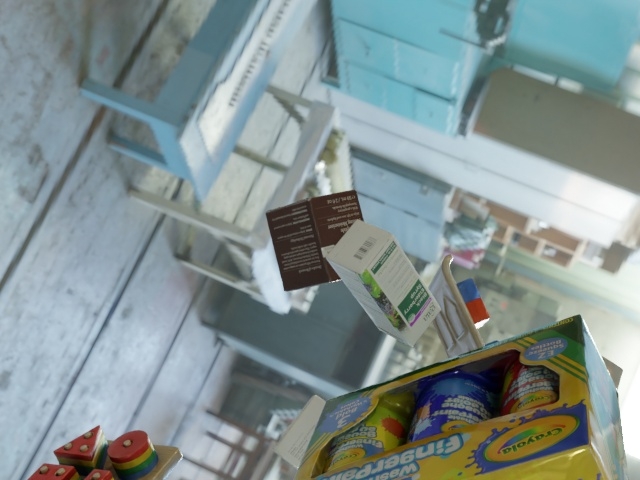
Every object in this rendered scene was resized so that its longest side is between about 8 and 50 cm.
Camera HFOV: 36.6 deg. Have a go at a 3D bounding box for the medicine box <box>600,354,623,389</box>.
[{"bbox_3d":[0.433,0.377,1.873,0.263,0.149,0.289,-48,166,-53],"label":"medicine box"}]

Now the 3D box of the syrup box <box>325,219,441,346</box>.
[{"bbox_3d":[0.115,0.078,1.707,0.093,0.096,0.237,-50,133,-15],"label":"syrup box"}]

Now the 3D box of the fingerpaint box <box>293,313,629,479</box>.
[{"bbox_3d":[0.189,0.310,1.361,0.163,0.445,0.371,63,21,-13],"label":"fingerpaint box"}]

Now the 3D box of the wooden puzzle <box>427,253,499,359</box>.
[{"bbox_3d":[0.325,0.222,2.083,0.322,0.080,0.348,95,-23,-74],"label":"wooden puzzle"}]

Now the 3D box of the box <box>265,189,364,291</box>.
[{"bbox_3d":[0.000,0.000,2.312,0.168,0.167,0.203,-14,89,-44],"label":"box"}]

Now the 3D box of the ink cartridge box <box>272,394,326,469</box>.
[{"bbox_3d":[0.025,0.500,2.299,0.168,0.233,0.171,-52,175,-10],"label":"ink cartridge box"}]

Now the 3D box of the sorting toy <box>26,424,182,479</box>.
[{"bbox_3d":[-0.460,0.475,1.961,0.255,0.257,0.089,-47,126,-48],"label":"sorting toy"}]
